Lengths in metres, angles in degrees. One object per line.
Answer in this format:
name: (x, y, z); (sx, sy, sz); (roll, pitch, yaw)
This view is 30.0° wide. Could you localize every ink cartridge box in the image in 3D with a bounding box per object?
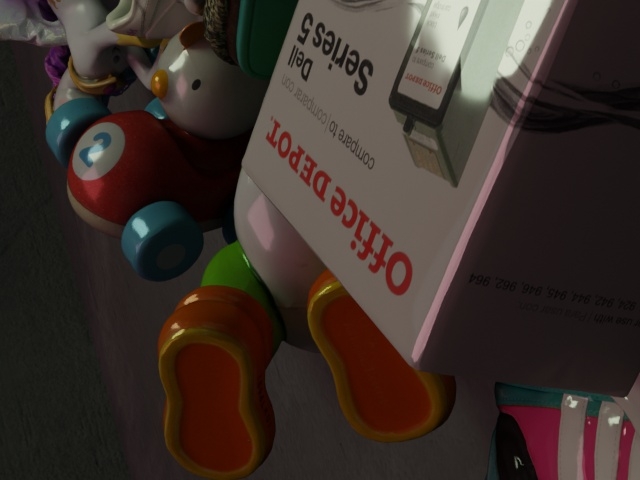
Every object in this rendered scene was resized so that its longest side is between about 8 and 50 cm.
ink cartridge box: (0.088, -0.101, 0.498); (0.198, 0.114, 0.273); (49, 123, 54)

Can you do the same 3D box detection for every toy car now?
toy car: (-0.126, -0.125, 1.135); (0.219, 0.210, 0.238); (49, 134, 37)

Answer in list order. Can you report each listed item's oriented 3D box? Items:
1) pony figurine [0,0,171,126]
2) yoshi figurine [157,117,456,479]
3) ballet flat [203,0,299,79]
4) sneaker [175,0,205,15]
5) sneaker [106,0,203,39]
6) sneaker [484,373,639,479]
pony figurine: (-0.306, -0.296, 1.478); (0.363, 0.302, 0.351); (-35, 76, 53)
yoshi figurine: (0.015, 0.022, 0.775); (0.203, 0.203, 0.362); (-57, 9, 27)
ballet flat: (-0.013, -0.276, 0.750); (0.483, 0.164, 0.182); (123, 131, -68)
sneaker: (-0.119, -0.329, 1.021); (0.115, 0.105, 0.281); (30, 133, 14)
sneaker: (-0.161, -0.336, 1.149); (0.114, 0.152, 0.305); (-130, 35, -60)
sneaker: (0.158, 0.136, 0.550); (0.295, 0.123, 0.178); (-120, 30, -58)
